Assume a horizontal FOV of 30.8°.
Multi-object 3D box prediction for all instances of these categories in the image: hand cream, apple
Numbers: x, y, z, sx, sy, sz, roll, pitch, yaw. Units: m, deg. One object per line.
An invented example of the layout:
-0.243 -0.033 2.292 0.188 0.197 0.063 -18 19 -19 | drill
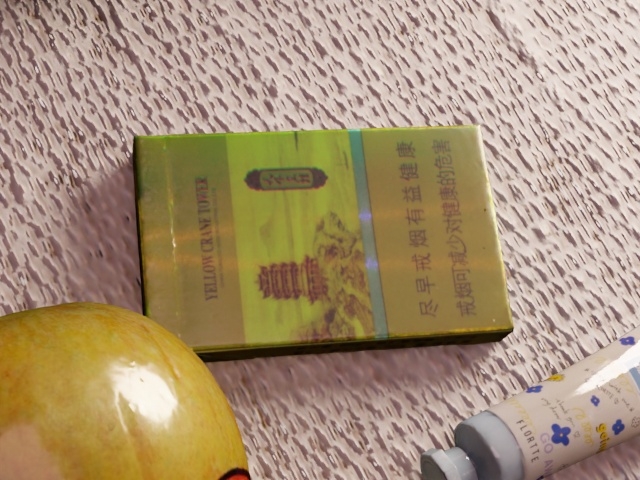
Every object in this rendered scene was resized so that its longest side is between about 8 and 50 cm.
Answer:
0.131 0.092 0.607 0.171 0.043 0.065 -21 81 -21 | hand cream
-0.119 0.110 0.486 0.183 0.182 0.155 -15 84 -15 | apple

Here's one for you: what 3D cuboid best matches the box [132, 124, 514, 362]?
0.000 0.000 0.623 0.193 0.030 0.121 -3 71 -11 | box
